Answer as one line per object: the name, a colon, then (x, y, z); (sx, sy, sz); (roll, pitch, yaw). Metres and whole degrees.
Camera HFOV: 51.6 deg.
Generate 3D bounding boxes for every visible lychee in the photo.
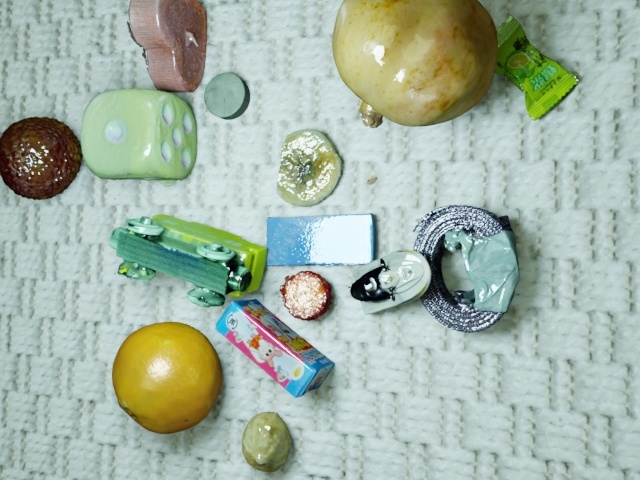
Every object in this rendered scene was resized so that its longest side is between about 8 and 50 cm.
lychee: (-0.870, -0.253, 2.052); (0.261, 0.261, 0.260); (-1, 87, 20)

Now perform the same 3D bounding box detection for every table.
table: (-0.276, -0.426, 1.959); (0.134, 0.043, 0.133); (-1, 86, 19)

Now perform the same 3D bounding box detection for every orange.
orange: (-0.423, 0.375, 1.836); (0.312, 0.312, 0.311); (-1, 87, 20)

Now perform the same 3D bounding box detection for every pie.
pie: (-0.030, -0.202, 1.856); (0.185, 0.052, 0.218); (6, 91, 14)

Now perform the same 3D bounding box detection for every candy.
candy: (0.512, -0.434, 1.667); (0.149, 0.069, 0.246); (-44, 75, 10)
candy: (-0.123, 0.287, 1.805); (0.306, 0.157, 0.100); (38, 99, 18)

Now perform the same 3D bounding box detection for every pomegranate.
pomegranate: (0.213, -0.451, 1.609); (0.412, 0.411, 0.411); (-1, 87, 20)

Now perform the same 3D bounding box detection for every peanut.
peanut: (-0.148, 0.552, 1.828); (0.141, 0.109, 0.159); (15, 81, 9)

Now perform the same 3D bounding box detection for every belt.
belt: (0.365, 0.070, 1.665); (0.260, 0.122, 0.324); (-9, 84, 24)

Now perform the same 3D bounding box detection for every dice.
dice: (-0.525, -0.295, 1.931); (0.252, 0.250, 0.254); (1, 87, 20)

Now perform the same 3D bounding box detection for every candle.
candle: (-0.412, -0.599, 1.926); (0.132, 0.287, 0.316); (3, 131, 17)

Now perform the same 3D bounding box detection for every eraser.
eraser: (0.000, 0.000, 1.838); (0.312, 0.043, 0.144); (-2, 86, 19)

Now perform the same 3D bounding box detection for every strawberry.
strawberry: (-0.037, 0.152, 1.819); (0.145, 0.086, 0.145); (-1, 88, 18)

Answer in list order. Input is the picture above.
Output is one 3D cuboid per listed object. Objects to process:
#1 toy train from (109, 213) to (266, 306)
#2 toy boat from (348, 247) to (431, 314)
toy train: (-0.358, 0.043, 1.842); (0.442, 0.272, 0.179); (18, 104, 21)
toy boat: (0.164, 0.104, 1.676); (0.141, 0.269, 0.140); (6, 73, -21)
